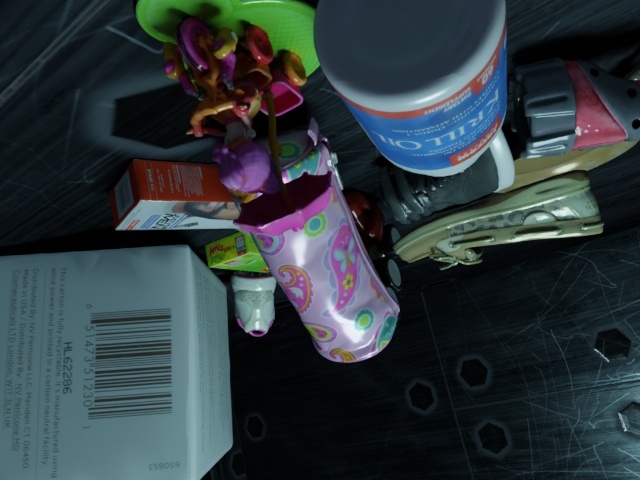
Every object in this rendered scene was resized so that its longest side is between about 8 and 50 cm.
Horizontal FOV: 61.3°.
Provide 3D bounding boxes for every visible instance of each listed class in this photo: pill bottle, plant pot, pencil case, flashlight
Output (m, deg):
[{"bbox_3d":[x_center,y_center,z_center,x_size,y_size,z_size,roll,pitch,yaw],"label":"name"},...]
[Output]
[{"bbox_3d":[0.086,-0.124,0.434,0.124,0.124,0.221,-17,166,17],"label":"pill bottle"},{"bbox_3d":[0.374,-0.135,0.855,0.236,0.032,0.236,-13,167,-3],"label":"plant pot"},{"bbox_3d":[-0.003,0.008,0.611,0.124,0.284,0.124,-19,-150,11],"label":"pencil case"},{"bbox_3d":[0.354,-0.155,0.542,0.304,0.103,0.103,-10,146,11],"label":"flashlight"}]

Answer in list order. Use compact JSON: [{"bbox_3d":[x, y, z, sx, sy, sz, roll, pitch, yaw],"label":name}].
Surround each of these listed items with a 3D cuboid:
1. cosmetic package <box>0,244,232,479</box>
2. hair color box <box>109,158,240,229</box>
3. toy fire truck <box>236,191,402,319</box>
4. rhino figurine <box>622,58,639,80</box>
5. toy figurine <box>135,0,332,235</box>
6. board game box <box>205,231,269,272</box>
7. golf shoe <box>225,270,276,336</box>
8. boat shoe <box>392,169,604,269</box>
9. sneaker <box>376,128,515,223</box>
[{"bbox_3d":[-0.333,0.214,0.889,0.327,0.329,0.394,-4,166,-3],"label":"cosmetic package"},{"bbox_3d":[-0.154,-0.051,0.652,0.167,0.053,0.093,-4,163,-38],"label":"hair color box"},{"bbox_3d":[0.000,0.000,0.811,0.158,0.217,0.246,-20,123,26],"label":"toy fire truck"},{"bbox_3d":[0.444,-0.175,0.676,0.243,0.073,0.106,-8,162,-25],"label":"rhino figurine"},{"bbox_3d":[-0.048,-0.083,0.399,0.130,0.159,0.173,-20,164,26],"label":"toy figurine"},{"bbox_3d":[-0.118,0.024,1.005,0.092,0.043,0.181,-19,165,26],"label":"board game box"},{"bbox_3d":[-0.157,0.146,1.222,0.115,0.140,0.306,-2,171,-6],"label":"golf shoe"},{"bbox_3d":[0.232,-0.010,0.750,0.285,0.089,0.104,-22,177,36],"label":"boat shoe"},{"bbox_3d":[0.147,-0.084,0.686,0.147,0.105,0.296,-20,170,5],"label":"sneaker"}]
